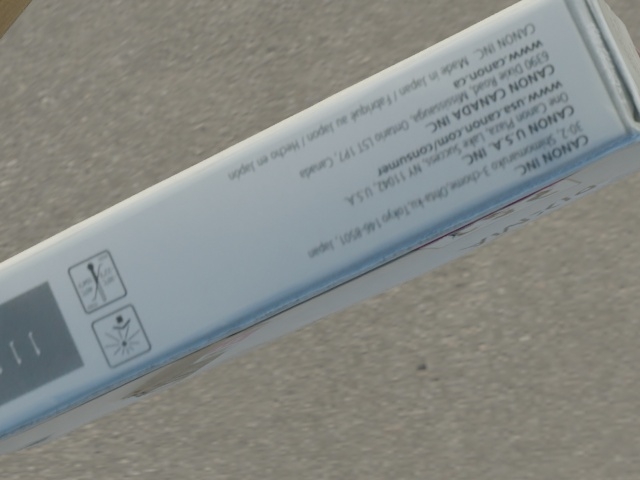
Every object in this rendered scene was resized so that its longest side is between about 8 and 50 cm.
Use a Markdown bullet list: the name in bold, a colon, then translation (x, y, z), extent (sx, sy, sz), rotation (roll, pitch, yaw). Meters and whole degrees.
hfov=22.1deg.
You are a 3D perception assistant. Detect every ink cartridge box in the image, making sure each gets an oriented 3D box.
- **ink cartridge box**: translation (0.000, 0.000, 0.625), extent (0.275, 0.239, 0.060), rotation (-26, 83, 15)

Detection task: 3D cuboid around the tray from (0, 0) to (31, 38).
- **tray**: translation (-0.299, -0.116, 1.059), extent (0.076, 0.203, 0.411), rotation (34, 72, 6)
